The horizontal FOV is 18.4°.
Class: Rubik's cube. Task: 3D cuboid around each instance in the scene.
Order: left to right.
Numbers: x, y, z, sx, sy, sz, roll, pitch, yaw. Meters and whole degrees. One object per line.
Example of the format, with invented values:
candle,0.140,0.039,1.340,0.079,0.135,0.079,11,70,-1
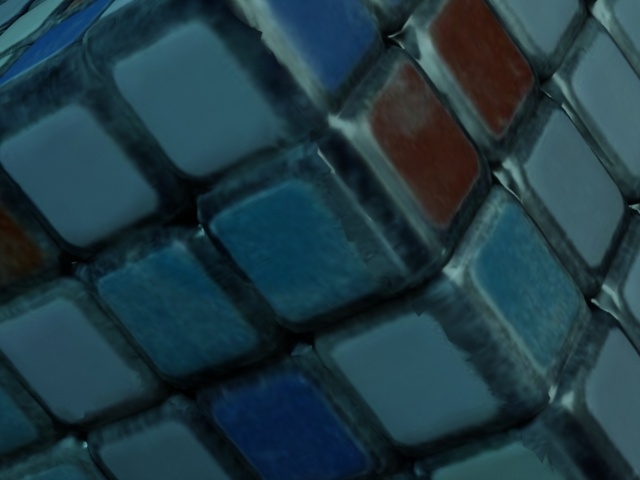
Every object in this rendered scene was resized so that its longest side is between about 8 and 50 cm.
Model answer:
Rubik's cube,0.000,0.000,0.760,0.292,0.287,0.293,53,39,-15
